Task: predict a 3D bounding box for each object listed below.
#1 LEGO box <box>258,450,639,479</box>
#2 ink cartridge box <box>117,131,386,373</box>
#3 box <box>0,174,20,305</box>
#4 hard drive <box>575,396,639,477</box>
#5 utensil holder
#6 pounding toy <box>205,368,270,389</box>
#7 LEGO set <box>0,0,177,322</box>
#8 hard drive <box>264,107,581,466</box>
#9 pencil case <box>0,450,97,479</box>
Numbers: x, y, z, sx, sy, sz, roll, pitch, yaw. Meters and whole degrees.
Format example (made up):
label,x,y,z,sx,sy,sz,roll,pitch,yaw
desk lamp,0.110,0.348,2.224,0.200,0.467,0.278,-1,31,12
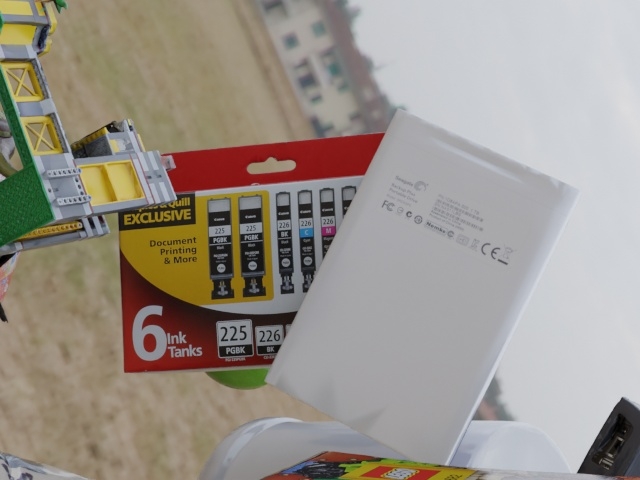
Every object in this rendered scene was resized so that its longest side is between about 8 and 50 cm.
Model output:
label,x,y,z,sx,sy,sz,roll,pitch,yaw
LEGO box,0.144,0.428,0.980,0.193,0.372,0.500,-1,90,-69
ink cartridge box,-0.066,0.010,1.492,0.130,0.309,0.272,26,60,-76
box,-0.487,-0.038,1.459,0.154,0.300,0.142,129,-22,-79
hard drive,0.291,0.290,1.190,0.172,0.255,0.054,25,0,-18
utensil holder,0.081,0.376,1.579,0.327,0.385,0.328,10,76,-50
pounding toy,-0.128,0.128,2.004,0.110,0.237,0.183,146,-51,-62
LEGO set,-0.286,-0.077,1.154,0.192,0.331,0.255,-13,73,-59
hard drive,0.104,0.050,1.347,0.210,0.319,0.040,26,0,16
pencil case,-0.245,0.326,1.284,0.410,0.160,0.183,32,60,-43
